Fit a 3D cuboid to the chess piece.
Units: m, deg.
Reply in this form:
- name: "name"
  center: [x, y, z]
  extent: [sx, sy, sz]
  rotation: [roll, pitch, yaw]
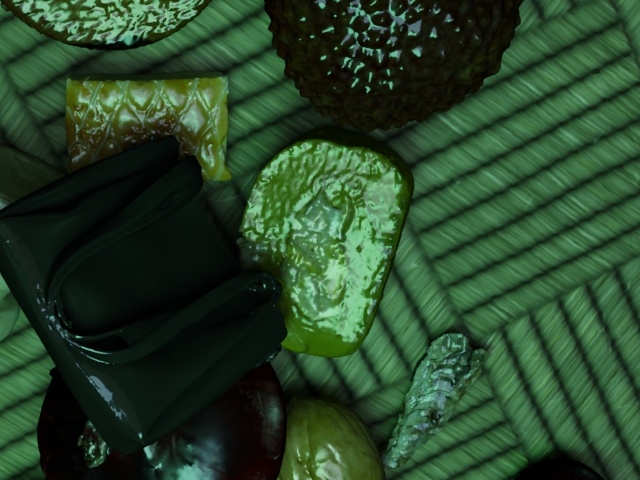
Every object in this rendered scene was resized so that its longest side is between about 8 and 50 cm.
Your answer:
- name: "chess piece"
  center: [-0.400, 0.052, 1.423]
  extent: [0.167, 0.167, 0.300]
  rotation: [27, 107, -14]

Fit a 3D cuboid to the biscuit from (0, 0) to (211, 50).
- name: "biscuit"
  center: [-0.235, -0.351, 1.342]
  extent: [0.305, 0.038, 0.305]
  rotation: [-1, 119, -2]

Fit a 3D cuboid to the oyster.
- name: "oyster"
  center: [0.148, 0.207, 1.584]
  extent: [0.106, 0.061, 0.200]
  rotation: [13, 107, -12]

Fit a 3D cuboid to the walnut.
- name: "walnut"
  center: [0.001, 0.288, 1.547]
  extent: [0.159, 0.159, 0.207]
  rotation: [-20, 103, 1]

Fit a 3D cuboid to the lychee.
- name: "lychee"
  center: [0.075, -0.255, 1.313]
  extent: [0.275, 0.276, 0.304]
  rotation: [4, 129, -8]

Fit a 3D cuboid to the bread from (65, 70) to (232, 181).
- name: "bread"
  center: [-0.197, -0.130, 1.425]
  extent: [0.188, 0.068, 0.126]
  rotation: [-2, 109, -6]

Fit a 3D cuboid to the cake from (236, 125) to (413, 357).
- name: "cake"
  center: [0.000, 0.000, 1.449]
  extent: [0.179, 0.156, 0.261]
  rotation: [18, 102, 5]

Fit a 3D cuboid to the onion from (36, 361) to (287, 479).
- name: "onion"
  center: [-0.191, 0.212, 1.432]
  extent: [0.314, 0.314, 0.232]
  rotation: [-34, 152, 6]

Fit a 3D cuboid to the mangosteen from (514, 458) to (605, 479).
- name: "mangosteen"
  center: [0.312, 0.360, 1.609]
  extent: [0.152, 0.152, 0.153]
  rotation: [-2, 109, -6]

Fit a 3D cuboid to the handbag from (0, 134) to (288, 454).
- name: "handbag"
  center: [-0.182, 0.047, 1.307]
  extent: [0.257, 0.113, 0.285]
  rotation: [-33, 91, -32]
